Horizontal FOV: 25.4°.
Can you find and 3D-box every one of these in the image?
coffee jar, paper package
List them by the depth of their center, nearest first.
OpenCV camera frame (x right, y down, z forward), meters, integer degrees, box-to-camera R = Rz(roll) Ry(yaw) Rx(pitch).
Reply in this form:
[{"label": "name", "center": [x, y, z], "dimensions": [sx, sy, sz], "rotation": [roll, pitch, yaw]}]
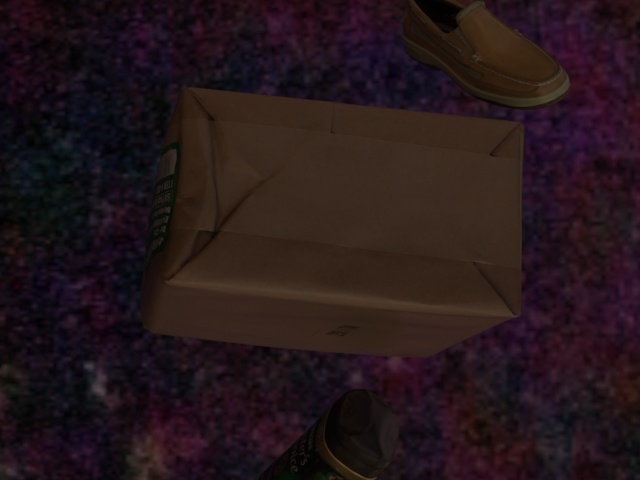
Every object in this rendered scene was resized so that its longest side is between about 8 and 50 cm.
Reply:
[{"label": "paper package", "center": [0.000, 0.000, 1.272], "dimensions": [0.325, 0.309, 0.168], "rotation": [133, -39, -76]}, {"label": "coffee jar", "center": [0.005, 0.240, 1.497], "dimensions": [0.079, 0.184, 0.096], "rotation": [36, 32, -11]}]

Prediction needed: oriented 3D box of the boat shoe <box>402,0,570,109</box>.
[{"label": "boat shoe", "center": [0.136, -0.173, 1.231], "dimensions": [0.068, 0.190, 0.072], "rotation": [-35, 133, -27]}]
